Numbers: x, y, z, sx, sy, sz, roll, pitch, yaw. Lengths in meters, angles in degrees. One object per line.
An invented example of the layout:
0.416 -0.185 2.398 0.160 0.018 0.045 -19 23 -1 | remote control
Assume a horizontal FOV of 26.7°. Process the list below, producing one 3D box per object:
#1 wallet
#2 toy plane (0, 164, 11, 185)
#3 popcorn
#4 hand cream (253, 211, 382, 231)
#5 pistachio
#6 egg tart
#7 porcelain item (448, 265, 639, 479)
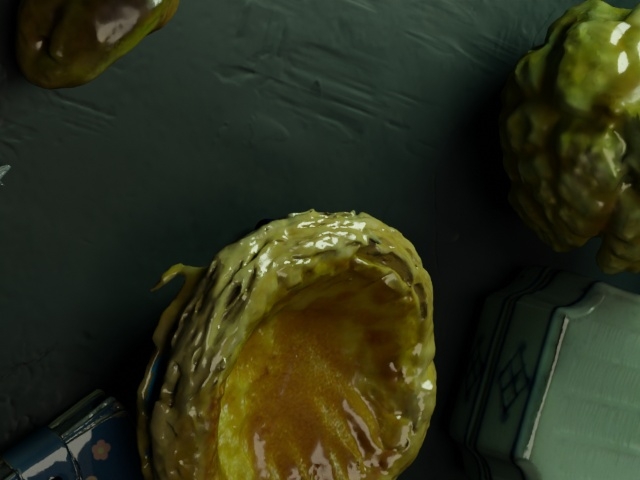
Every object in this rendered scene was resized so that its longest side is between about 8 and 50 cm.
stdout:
-0.256 0.250 1.305 0.202 0.059 0.141 -36 115 -24 | wallet
-0.322 -0.064 1.217 0.083 0.031 0.079 24 85 -36 | toy plane
0.341 -0.134 1.530 0.279 0.274 0.336 -9 64 -2 | popcorn
0.000 0.000 1.455 0.163 0.039 0.062 7 93 -41 | hand cream
-0.204 -0.219 1.229 0.189 0.100 0.110 -41 103 -21 | pistachio
-0.040 0.142 1.369 0.387 0.169 0.388 -12 109 -38 | egg tart
0.308 0.186 1.626 0.285 0.157 0.281 16 88 -35 | porcelain item
